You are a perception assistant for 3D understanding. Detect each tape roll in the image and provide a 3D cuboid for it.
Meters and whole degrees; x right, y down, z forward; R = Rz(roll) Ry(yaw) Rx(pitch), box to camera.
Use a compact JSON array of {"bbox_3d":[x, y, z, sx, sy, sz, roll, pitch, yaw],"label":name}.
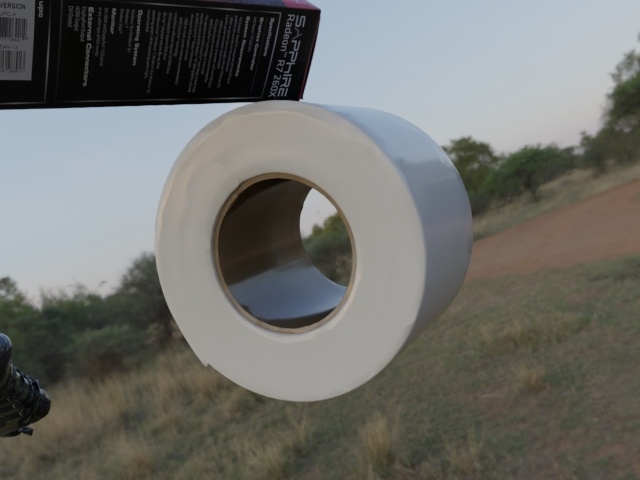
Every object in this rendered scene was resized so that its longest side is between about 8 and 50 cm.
[{"bbox_3d":[0.000,0.000,0.630,0.246,0.246,0.169,-19,1,26],"label":"tape roll"}]

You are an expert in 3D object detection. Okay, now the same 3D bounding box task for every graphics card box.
[{"bbox_3d":[-0.211,-0.191,0.548,0.370,0.233,0.094,-11,-48,-37],"label":"graphics card box"}]

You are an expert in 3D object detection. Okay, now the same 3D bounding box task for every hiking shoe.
[{"bbox_3d":[-0.413,0.193,0.930,0.114,0.086,0.227,11,-41,-24],"label":"hiking shoe"}]
